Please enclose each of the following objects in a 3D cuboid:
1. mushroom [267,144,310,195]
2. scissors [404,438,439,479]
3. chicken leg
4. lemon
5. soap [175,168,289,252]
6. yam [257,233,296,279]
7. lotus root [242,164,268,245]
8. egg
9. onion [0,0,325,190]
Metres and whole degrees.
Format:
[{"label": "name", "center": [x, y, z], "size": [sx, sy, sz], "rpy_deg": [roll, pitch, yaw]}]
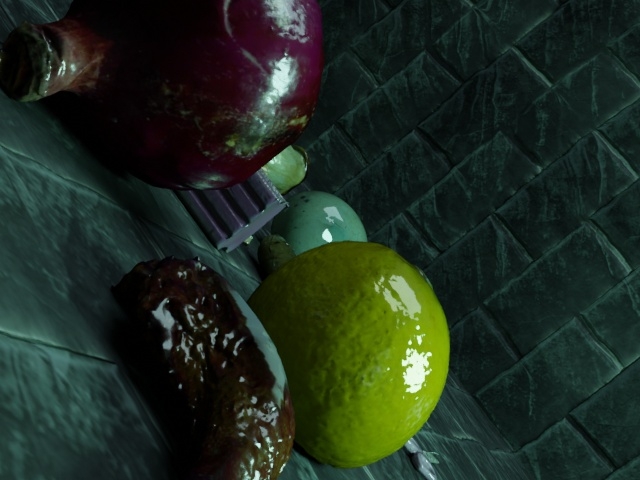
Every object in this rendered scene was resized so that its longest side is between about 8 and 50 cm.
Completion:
[{"label": "mushroom", "center": [-0.154, -0.173, 1.506], "size": [0.333, 0.107, 0.087], "rpy_deg": [28, 12, -36]}, {"label": "scissors", "center": [0.177, 0.364, 1.502], "size": [0.110, 0.021, 0.212], "rpy_deg": [56, 8, 25]}, {"label": "chicken leg", "center": [-0.080, 0.120, 0.670], "size": [0.158, 0.096, 0.407], "rpy_deg": [44, 10, -22]}, {"label": "lemon", "center": [0.037, 0.113, 0.988], "size": [0.240, 0.219, 0.240], "rpy_deg": [47, 4, -4]}, {"label": "soap", "center": [-0.154, -0.096, 1.307], "size": [0.203, 0.122, 0.065], "rpy_deg": [54, 6, 14]}, {"label": "yam", "center": [-0.028, 0.095, 1.358], "size": [0.071, 0.067, 0.317], "rpy_deg": [17, 23, -31]}, {"label": "lotus root", "center": [-0.156, -0.084, 1.442], "size": [0.135, 0.095, 0.159], "rpy_deg": [43, 49, -30]}, {"label": "egg", "center": [0.000, 0.000, 1.668], "size": [0.169, 0.169, 0.236], "rpy_deg": [55, 9, 36]}, {"label": "onion", "center": [-0.192, -0.211, 1.034], "size": [0.385, 0.348, 0.348], "rpy_deg": [-15, 60, -45]}]
